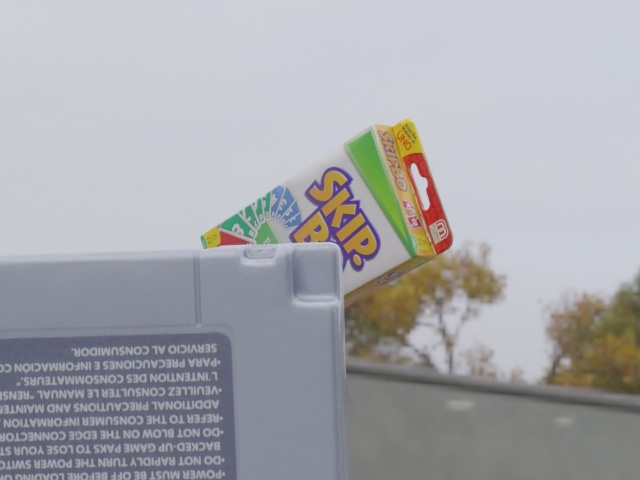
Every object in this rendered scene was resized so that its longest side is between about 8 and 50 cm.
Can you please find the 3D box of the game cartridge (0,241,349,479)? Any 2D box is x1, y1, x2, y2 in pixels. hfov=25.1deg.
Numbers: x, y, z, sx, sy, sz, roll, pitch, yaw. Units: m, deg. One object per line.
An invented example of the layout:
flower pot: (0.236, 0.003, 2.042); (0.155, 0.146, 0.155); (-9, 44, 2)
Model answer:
game cartridge: (-0.133, 0.102, 0.650); (0.294, 0.196, 0.060); (-1, -3, 3)

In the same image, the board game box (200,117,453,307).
board game box: (0.000, 0.000, 1.271); (0.259, 0.124, 0.039); (-30, -20, 36)
